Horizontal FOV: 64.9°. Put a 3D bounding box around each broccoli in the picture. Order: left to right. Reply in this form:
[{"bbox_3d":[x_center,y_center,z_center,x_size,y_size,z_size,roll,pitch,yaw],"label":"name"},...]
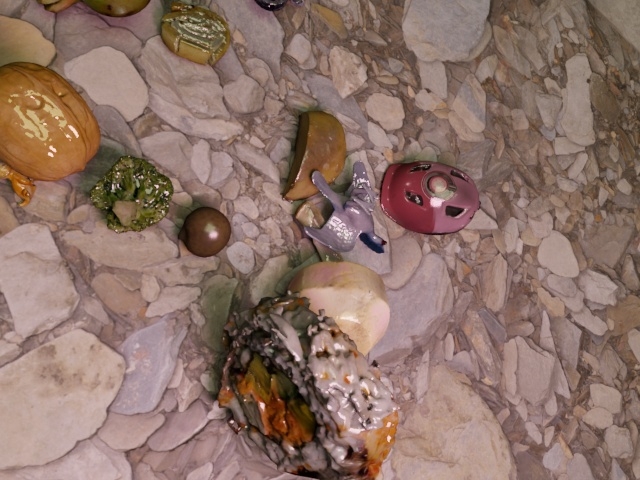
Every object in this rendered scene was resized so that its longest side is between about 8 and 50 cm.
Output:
[{"bbox_3d":[-0.377,-0.084,1.012,0.146,0.138,0.162,39,109,-22],"label":"broccoli"}]

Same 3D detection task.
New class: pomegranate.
[{"bbox_3d":[-0.442,-0.526,1.019,0.241,0.190,0.159,-42,124,-25],"label":"pomegranate"}]

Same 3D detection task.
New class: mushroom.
[{"bbox_3d":[0.003,-0.001,1.211,0.059,0.054,0.202,-34,102,-19],"label":"mushroom"}]

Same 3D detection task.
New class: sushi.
[{"bbox_3d":[-0.034,0.282,0.960,0.176,0.417,0.417,-34,97,-42],"label":"sushi"}]

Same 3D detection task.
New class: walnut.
[{"bbox_3d":[-0.525,-0.218,0.931,0.193,0.193,0.225,-43,99,-23],"label":"walnut"}]

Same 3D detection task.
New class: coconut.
[{"bbox_3d":[0.037,0.139,1.106,0.237,0.197,0.237,12,36,-9],"label":"coconut"}]

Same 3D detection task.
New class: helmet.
[{"bbox_3d":[0.302,-0.117,1.308,0.253,0.154,0.198,18,76,-26],"label":"helmet"}]

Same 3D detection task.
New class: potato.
[{"bbox_3d":[0.003,-0.199,1.214,0.138,0.098,0.243,17,77,-23],"label":"potato"}]

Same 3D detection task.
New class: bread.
[{"bbox_3d":[-0.284,-0.468,1.142,0.156,0.064,0.117,8,77,-24],"label":"bread"}]

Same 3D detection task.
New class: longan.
[{"bbox_3d":[-0.248,-0.017,1.075,0.113,0.092,0.113,-2,102,-8],"label":"longan"}]

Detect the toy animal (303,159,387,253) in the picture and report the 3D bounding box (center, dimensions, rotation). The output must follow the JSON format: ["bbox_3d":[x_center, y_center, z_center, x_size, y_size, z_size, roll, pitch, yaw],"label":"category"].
[{"bbox_3d":[0.069,-0.060,1.191,0.255,0.176,0.239,38,58,-2],"label":"toy animal"}]

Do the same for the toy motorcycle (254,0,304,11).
[{"bbox_3d":[-0.076,-0.693,1.254,0.307,0.108,0.173,-43,91,-22],"label":"toy motorcycle"}]

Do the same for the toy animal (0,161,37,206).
[{"bbox_3d":[-0.591,-0.113,0.962,0.083,0.060,0.081,20,111,-20],"label":"toy animal"}]
